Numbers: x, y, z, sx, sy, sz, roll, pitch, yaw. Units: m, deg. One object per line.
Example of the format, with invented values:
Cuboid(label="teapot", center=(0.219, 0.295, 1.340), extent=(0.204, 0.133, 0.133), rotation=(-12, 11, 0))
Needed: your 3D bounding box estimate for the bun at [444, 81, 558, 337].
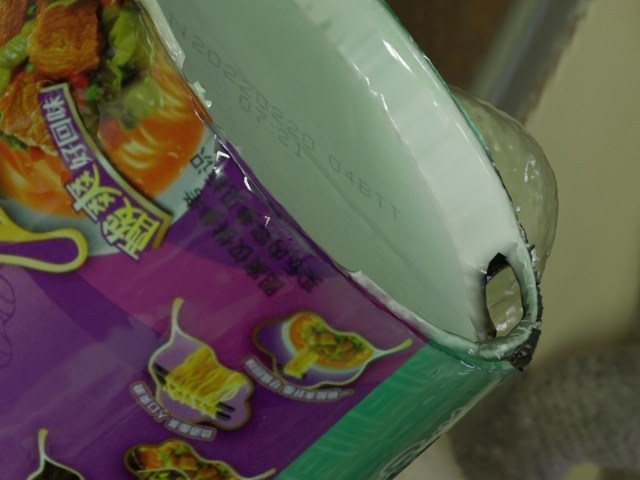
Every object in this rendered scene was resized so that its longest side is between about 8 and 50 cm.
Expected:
Cuboid(label="bun", center=(0.000, 0.000, 1.370), extent=(0.361, 0.361, 0.213), rotation=(37, 61, -39))

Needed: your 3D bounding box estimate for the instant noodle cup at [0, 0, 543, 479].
Cuboid(label="instant noodle cup", center=(-0.060, 0.008, 0.587), extent=(0.190, 0.251, 0.251), rotation=(-37, 133, 22))
